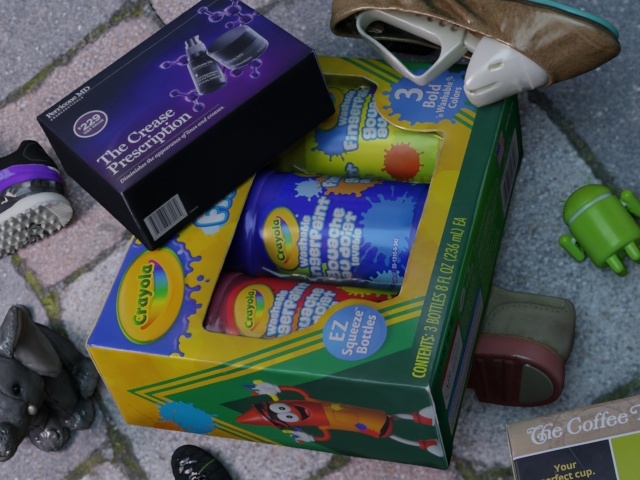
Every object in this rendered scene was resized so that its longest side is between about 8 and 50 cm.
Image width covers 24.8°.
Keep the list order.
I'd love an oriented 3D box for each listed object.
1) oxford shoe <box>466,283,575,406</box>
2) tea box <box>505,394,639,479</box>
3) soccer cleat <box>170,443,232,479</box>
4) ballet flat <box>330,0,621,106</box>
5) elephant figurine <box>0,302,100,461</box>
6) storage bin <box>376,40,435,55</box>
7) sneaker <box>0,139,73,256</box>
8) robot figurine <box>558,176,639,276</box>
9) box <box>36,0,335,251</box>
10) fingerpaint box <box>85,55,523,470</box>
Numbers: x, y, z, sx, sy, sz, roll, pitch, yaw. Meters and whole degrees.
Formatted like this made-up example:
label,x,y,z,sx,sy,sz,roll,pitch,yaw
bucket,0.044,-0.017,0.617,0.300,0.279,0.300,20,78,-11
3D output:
label,x,y,z,sx,sy,sz,roll,pitch,yaw
oxford shoe,0.127,0.099,1.689,0.348,0.123,0.130,11,52,22
tea box,0.387,0.324,1.460,0.329,0.220,0.324,-13,64,13
soccer cleat,-0.125,0.314,1.715,0.060,0.072,0.179,-36,71,6
ballet flat,0.153,-0.219,1.594,0.342,0.116,0.124,23,76,25
elephant figurine,-0.369,0.163,1.732,0.186,0.239,0.169,18,84,19
storage bin,0.131,-0.313,1.735,0.180,0.084,0.122,-36,67,40
sneaker,-0.468,-0.043,1.890,0.293,0.102,0.146,-21,69,6
robot figurine,0.322,-0.015,1.661,0.101,0.067,0.115,-39,70,14
box,-0.146,-0.138,1.591,0.261,0.103,0.184,-39,47,-16
fingerpaint box,0.000,0.000,1.608,0.371,0.163,0.445,6,53,18
